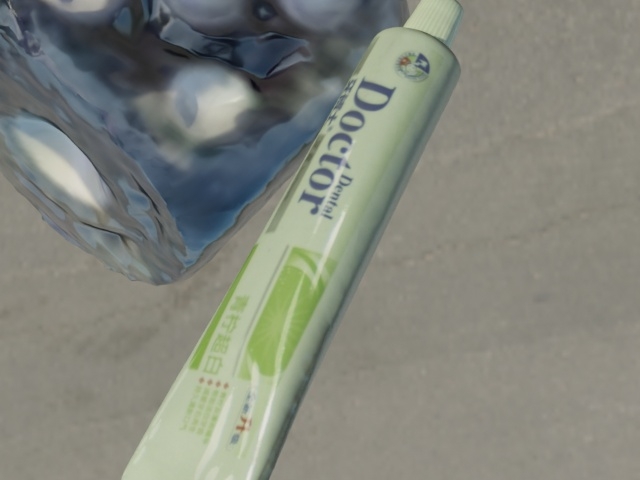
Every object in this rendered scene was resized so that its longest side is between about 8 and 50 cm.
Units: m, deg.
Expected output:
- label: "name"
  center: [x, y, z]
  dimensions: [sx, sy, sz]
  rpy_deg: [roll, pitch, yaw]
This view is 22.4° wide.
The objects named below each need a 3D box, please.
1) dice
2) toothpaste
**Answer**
- label: "dice"
  center: [-0.076, -0.098, 0.826]
  dimensions: [0.181, 0.183, 0.182]
  rpy_deg: [44, 159, -3]
- label: "toothpaste"
  center: [0.000, 0.000, 0.482]
  dimensions: [0.048, 0.197, 0.029]
  rpy_deg: [5, 146, 38]
